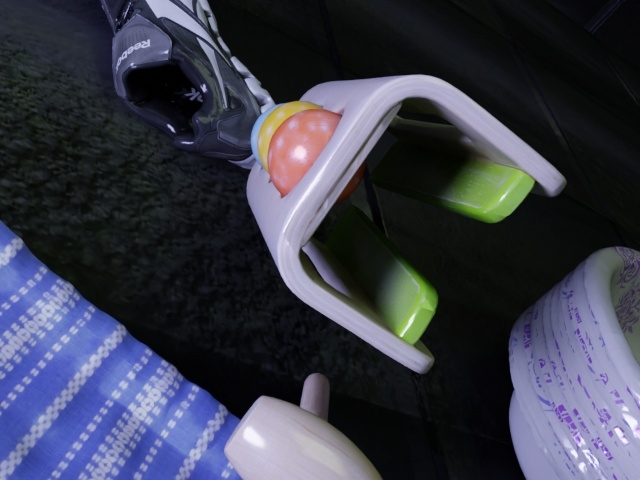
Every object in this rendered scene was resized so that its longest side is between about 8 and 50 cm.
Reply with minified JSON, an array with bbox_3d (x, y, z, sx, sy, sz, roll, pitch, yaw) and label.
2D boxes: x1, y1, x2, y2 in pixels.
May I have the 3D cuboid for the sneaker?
[{"bbox_3d":[-0.127,-0.153,0.671,0.234,0.078,0.106,54,29,15],"label":"sneaker"}]

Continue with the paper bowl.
[{"bbox_3d":[0.264,0.156,0.665,0.284,0.148,0.284,30,32,-21],"label":"paper bowl"}]

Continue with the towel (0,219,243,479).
[{"bbox_3d":[-0.104,0.131,0.376,0.336,0.040,0.243,39,31,-7],"label":"towel"}]

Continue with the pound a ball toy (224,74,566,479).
[{"bbox_3d":[0.000,0.000,0.516,0.135,0.208,0.319,35,4,-12],"label":"pound a ball toy"}]
